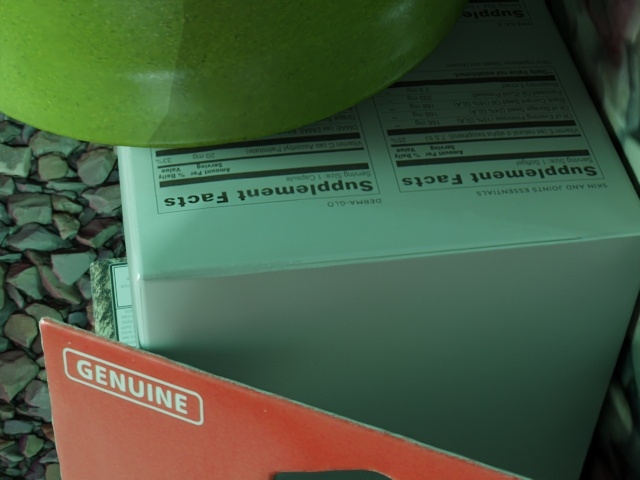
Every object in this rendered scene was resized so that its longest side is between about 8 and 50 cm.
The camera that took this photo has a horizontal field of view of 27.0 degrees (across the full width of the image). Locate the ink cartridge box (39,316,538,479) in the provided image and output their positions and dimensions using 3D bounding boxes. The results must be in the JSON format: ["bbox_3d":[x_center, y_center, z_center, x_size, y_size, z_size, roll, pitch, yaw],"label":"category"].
[{"bbox_3d":[0.009,0.186,0.500,0.066,0.296,0.261,-48,-34,-47],"label":"ink cartridge box"}]

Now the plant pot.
[{"bbox_3d":[-0.060,-0.232,0.450,0.353,0.366,0.366,84,175,-46],"label":"plant pot"}]

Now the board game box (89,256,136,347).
[{"bbox_3d":[-0.042,0.159,1.008,0.141,0.232,0.291,99,164,-66],"label":"board game box"}]

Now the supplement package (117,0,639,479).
[{"bbox_3d":[0.005,-0.019,0.635,0.199,0.198,0.262,94,168,-45],"label":"supplement package"}]
